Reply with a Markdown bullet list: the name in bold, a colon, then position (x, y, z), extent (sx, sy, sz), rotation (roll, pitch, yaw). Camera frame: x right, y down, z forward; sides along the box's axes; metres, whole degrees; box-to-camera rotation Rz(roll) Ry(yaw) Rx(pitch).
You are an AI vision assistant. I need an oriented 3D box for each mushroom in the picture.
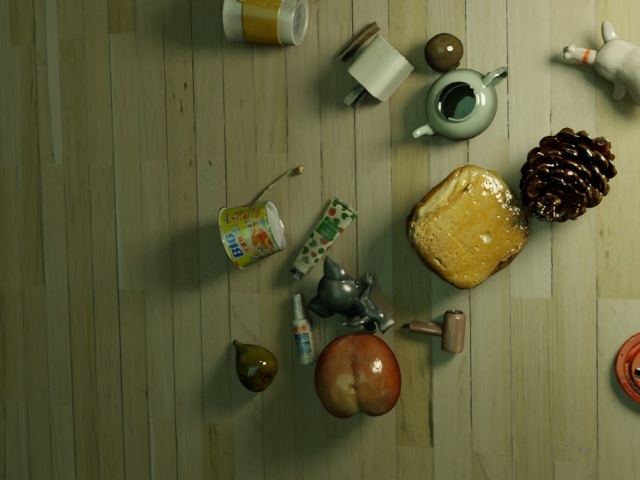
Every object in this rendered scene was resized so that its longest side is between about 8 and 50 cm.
- **mushroom**: position (-0.167, -0.156, 2.012), extent (0.286, 0.028, 0.026), rotation (-31, 124, 20)

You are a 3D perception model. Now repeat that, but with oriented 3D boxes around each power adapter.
- **power adapter**: position (0.148, -0.459, 1.815), extent (0.125, 0.130, 0.205), rotation (47, 106, 13)

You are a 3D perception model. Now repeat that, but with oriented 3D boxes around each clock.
- **clock**: position (0.861, 0.328, 1.624), extent (0.205, 0.051, 0.205), rotation (1, 93, 20)

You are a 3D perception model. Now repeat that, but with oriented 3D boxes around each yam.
- **yam**: position (0.113, -0.583, 1.876), extent (0.145, 0.032, 0.032), rotation (-39, 79, 17)

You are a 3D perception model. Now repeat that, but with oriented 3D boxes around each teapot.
- **teapot**: position (0.379, -0.369, 1.731), extent (0.294, 0.129, 0.193), rotation (-37, 81, 19)

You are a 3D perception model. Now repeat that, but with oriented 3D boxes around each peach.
- **peach**: position (0.105, 0.383, 1.820), extent (0.252, 0.252, 0.252), rotation (1, 93, 21)

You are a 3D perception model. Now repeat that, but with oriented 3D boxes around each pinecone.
- **pinecone**: position (0.607, -0.156, 1.600), extent (0.224, 0.272, 0.224), rotation (31, 142, 29)

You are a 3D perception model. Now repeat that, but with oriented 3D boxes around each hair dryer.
- **hair dryer**: position (0.321, 0.250, 1.825), extent (0.182, 0.064, 0.117), rotation (6, 94, 26)

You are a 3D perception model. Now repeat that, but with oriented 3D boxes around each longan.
- **longan**: position (0.343, -0.513, 1.761), extent (0.106, 0.106, 0.119), rotation (-28, 122, 20)

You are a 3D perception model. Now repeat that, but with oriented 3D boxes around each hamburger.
- **hamburger**: position (0.395, -0.032, 1.718), extent (0.304, 0.174, 0.284), rotation (-40, 81, 18)

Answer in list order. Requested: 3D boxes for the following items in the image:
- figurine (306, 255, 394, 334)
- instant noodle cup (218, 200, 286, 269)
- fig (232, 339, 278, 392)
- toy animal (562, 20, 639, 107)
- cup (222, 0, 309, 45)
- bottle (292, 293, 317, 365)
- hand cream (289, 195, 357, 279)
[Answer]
- **figurine**: position (0.088, 0.195, 1.870), extent (0.265, 0.140, 0.193), rotation (51, 128, 35)
- **instant noodle cup**: position (-0.200, -0.025, 1.948), extent (0.153, 0.205, 0.205), rotation (-16, 87, 11)
- **fig**: position (-0.228, 0.387, 2.007), extent (0.185, 0.126, 0.133), rotation (27, 115, 14)
- **toy animal**: position (0.759, -0.436, 1.593), extent (0.140, 0.138, 0.282), rotation (-53, 52, 7)
- **cup**: position (-0.152, -0.693, 1.911), extent (0.226, 0.185, 0.241), rotation (15, 67, 15)
- **bottle**: position (-0.054, 0.273, 1.969), extent (0.060, 0.060, 0.217), rotation (-10, 88, 21)
- **hand cream**: position (0.000, 0.000, 1.937), extent (0.095, 0.059, 0.276), rotation (38, 100, 13)
